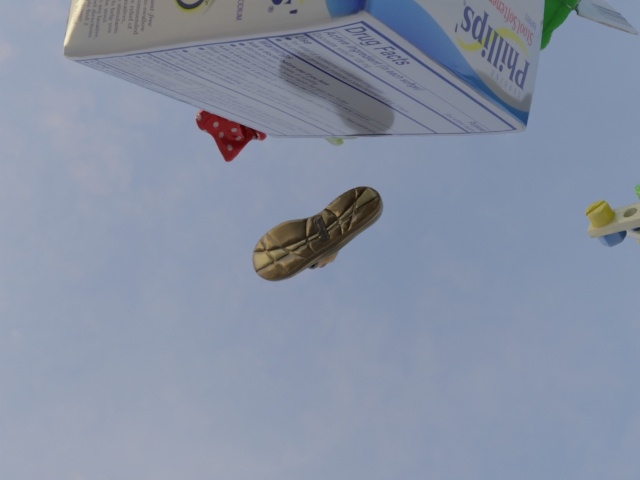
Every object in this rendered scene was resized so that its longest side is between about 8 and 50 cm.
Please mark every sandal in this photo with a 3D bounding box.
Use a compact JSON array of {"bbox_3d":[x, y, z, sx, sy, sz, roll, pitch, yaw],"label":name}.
[{"bbox_3d":[0.000,0.000,0.871,0.180,0.072,0.049,-29,-39,17],"label":"sandal"}]

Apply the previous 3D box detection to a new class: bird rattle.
[{"bbox_3d":[-0.060,-0.217,0.970,0.254,0.143,0.207,4,-42,17],"label":"bird rattle"}]

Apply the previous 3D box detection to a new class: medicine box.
[{"bbox_3d":[-0.005,-0.186,0.605,0.289,0.263,0.149,4,-95,36],"label":"medicine box"}]

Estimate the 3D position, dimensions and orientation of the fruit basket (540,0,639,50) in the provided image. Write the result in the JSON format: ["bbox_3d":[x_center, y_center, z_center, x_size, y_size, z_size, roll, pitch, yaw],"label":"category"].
[{"bbox_3d":[0.169,-0.346,0.851,0.327,0.353,0.165,23,-64,-14],"label":"fruit basket"}]

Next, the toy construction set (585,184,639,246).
[{"bbox_3d":[0.470,-0.045,0.792,0.215,0.328,0.151,-43,-57,-15],"label":"toy construction set"}]
